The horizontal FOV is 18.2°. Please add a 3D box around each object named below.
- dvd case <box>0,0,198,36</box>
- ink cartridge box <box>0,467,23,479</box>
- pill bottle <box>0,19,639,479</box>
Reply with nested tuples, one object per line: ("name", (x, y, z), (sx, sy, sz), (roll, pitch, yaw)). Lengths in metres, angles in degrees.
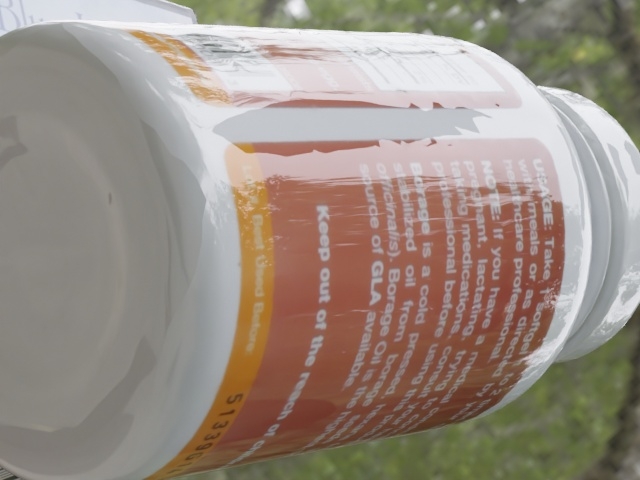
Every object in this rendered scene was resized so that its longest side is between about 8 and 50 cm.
("dvd case", (-0.102, -0.021, 1.013), (0.022, 0.180, 0.253), (-27, -112, 33))
("ink cartridge box", (-0.189, 0.147, 0.823), (0.275, 0.239, 0.060), (78, -9, -52))
("pill bottle", (0.000, 0.000, 0.574), (0.121, 0.216, 0.121), (3, -86, 42))
